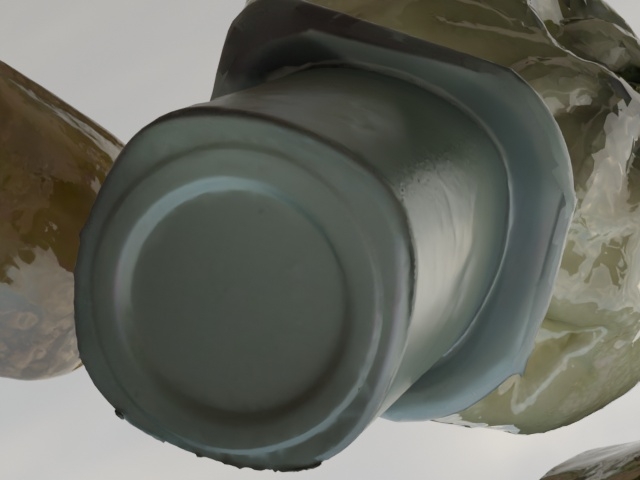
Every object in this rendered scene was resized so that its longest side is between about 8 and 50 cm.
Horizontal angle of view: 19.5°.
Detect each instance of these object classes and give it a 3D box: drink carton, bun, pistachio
[{"bbox_3d":[0.000,0.000,0.815,0.189,0.191,0.185,-21,131,-73],"label":"drink carton"},{"bbox_3d":[0.104,-0.061,1.174,0.211,0.360,0.360,-43,-168,34],"label":"bun"},{"bbox_3d":[-0.248,-0.021,1.410,0.163,0.260,0.213,-23,-144,55],"label":"pistachio"}]

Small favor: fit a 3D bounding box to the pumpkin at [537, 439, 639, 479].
[{"bbox_3d":[0.270,0.264,1.165,0.332,0.332,0.199,-47,-174,-33],"label":"pumpkin"}]
